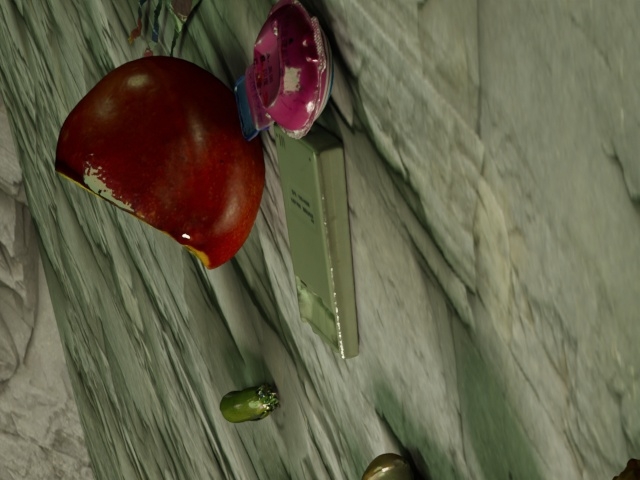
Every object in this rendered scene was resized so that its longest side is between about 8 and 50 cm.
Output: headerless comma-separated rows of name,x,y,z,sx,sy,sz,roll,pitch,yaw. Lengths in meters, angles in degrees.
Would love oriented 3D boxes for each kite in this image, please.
kite,-0.214,-0.349,1.811,0.204,0.022,0.360,63,152,21

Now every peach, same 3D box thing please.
peach,-0.184,-0.095,1.640,0.274,0.248,0.245,43,121,37

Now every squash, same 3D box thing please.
squash,-0.107,0.242,1.949,0.183,0.052,0.052,-22,85,64

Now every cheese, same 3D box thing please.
cheese,-0.044,-0.178,1.463,0.244,0.062,0.155,149,113,-63

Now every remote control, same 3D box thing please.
remote control,0.000,0.000,1.551,0.123,0.038,0.285,37,141,56

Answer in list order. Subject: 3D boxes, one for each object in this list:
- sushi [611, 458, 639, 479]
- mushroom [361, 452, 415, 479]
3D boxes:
sushi,0.288,0.211,0.791,0.348,0.234,0.207,-35,73,62
mushroom,0.114,0.339,1.469,0.225,0.093,0.116,-119,39,-48
